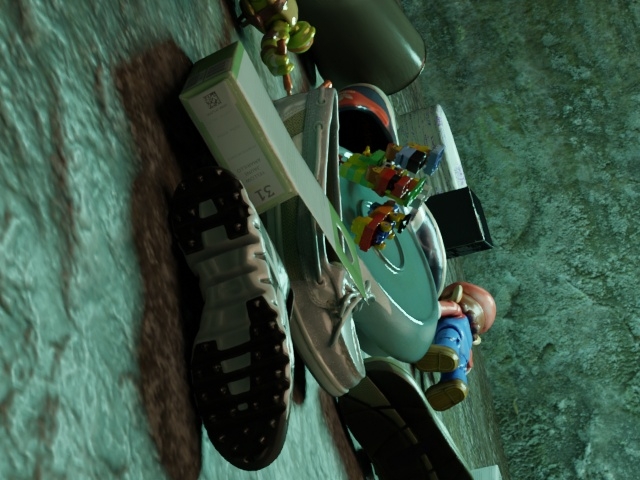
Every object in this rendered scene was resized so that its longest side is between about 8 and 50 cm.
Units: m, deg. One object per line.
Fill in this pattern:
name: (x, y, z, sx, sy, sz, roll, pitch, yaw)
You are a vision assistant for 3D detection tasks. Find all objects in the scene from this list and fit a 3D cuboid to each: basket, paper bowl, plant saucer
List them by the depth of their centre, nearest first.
plant saucer: (0.064, 0.002, 1.364, 0.317, 0.043, 0.318, 48, 24, -29)
basket: (0.030, -0.339, 1.602, 0.204, 0.154, 0.227, 31, -10, 37)
paper bowl: (0.219, -0.132, 2.277, 0.284, 0.148, 0.284, -14, 90, -79)

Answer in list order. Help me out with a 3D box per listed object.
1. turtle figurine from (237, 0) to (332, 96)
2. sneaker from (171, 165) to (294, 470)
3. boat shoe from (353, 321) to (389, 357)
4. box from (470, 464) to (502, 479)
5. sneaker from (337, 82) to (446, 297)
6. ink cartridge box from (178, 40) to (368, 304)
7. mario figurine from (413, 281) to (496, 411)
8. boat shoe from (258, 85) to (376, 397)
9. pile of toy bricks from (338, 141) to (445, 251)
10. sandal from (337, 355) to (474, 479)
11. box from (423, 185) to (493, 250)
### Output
turtle figurine: (-0.061, -0.294, 1.247, 0.217, 0.087, 0.269, 53, 36, -40)
sneaker: (-0.054, 0.063, 0.836, 0.106, 0.078, 0.234, 46, 28, -63)
boat shoe: (0.061, 0.068, 1.431, 0.083, 0.065, 0.183, -85, 155, -50)
box: (0.297, 0.483, 2.001, 0.101, 0.087, 0.102, -47, 122, -77)
sneaker: (0.080, -0.053, 1.583, 0.350, 0.131, 0.148, 68, 19, -5)
ink cartridge box: (-0.039, -0.056, 0.976, 0.235, 0.056, 0.171, 62, 7, -17)
mario figurine: (0.223, 0.190, 2.053, 0.320, 0.170, 0.198, -57, 168, -62)
boat shoe: (0.000, -0.001, 1.124, 0.118, 0.103, 0.320, 35, 41, -73)
pile of toy bricks: (0.068, -0.076, 1.305, 0.212, 0.105, 0.118, -46, 156, -59)
sandal: (0.105, 0.249, 1.309, 0.086, 0.120, 0.303, -114, -178, -62)
box: (0.196, -0.015, 1.912, 0.261, 0.184, 0.103, 15, 58, -78)
